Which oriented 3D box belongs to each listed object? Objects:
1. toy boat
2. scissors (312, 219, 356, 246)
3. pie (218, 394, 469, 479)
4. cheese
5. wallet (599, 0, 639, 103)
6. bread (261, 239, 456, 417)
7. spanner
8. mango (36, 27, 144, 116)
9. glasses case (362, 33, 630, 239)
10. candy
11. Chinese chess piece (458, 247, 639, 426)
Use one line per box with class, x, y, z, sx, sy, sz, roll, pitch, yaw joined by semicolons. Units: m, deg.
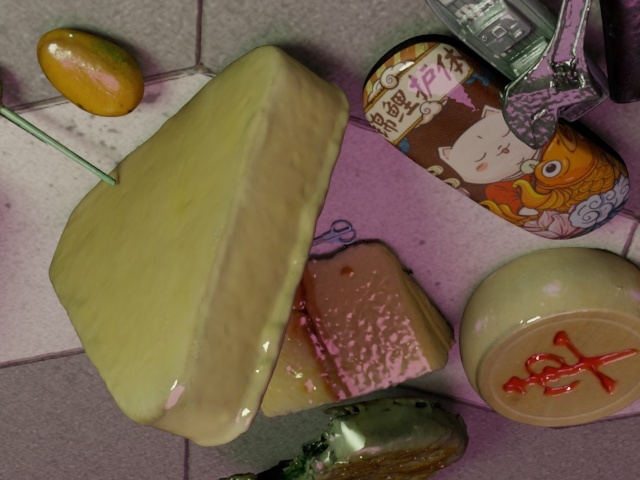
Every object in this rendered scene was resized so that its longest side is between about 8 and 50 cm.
toy boat;0.178;-0.195;1.159;0.078;0.085;0.260;-35;127;30
scissors;0.000;0.000;1.407;0.083;0.006;0.036;-19;131;17
pie;0.040;0.288;1.595;0.296;0.078;0.371;9;148;-41
cheese;-0.127;0.034;1.194;0.104;0.384;0.384;29;128;-34
wallet;0.323;-0.271;1.096;0.172;0.045;0.318;-13;128;5
bread;0.021;0.092;1.489;0.240;0.135;0.178;-20;99;18
spanner;0.224;-0.223;1.084;0.093;0.026;0.325;8;123;0
mango;-0.222;-0.163;1.196;0.114;0.057;0.079;35;132;-28
glasses case;0.183;-0.099;1.260;0.321;0.082;0.122;29;131;-28
candy;-0.288;-0.109;1.239;0.202;0.061;0.061;35;125;-26
Chinese chess piece;0.290;0.121;1.479;0.251;0.097;0.250;-2;136;-2
